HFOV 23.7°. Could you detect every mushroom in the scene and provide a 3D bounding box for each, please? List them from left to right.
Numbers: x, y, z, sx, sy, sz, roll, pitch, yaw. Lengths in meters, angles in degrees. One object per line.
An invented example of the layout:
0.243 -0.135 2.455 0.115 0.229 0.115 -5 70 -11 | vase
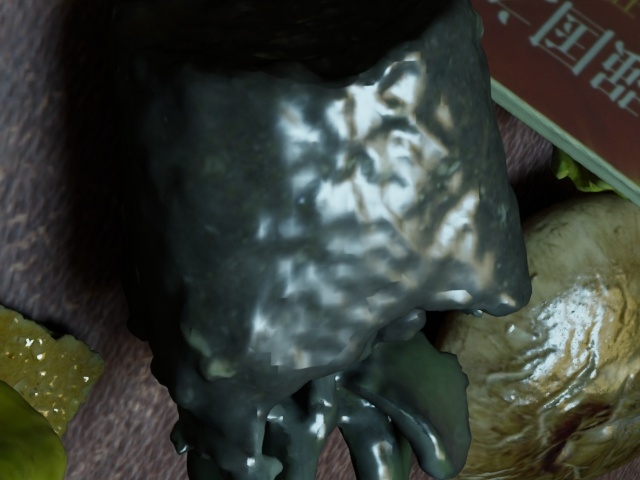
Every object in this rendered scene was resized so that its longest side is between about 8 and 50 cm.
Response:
0.186 0.087 1.113 0.278 0.146 0.278 -26 136 -28 | mushroom

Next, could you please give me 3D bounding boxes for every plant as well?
0.000 0.000 0.753 0.188 0.199 0.276 -12 122 -14 | plant

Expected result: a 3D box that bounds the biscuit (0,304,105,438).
-0.207 0.133 0.760 0.231 0.025 0.131 -57 144 -4 | biscuit

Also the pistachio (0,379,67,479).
-0.198 0.095 0.656 0.189 0.100 0.110 -2 80 -23 | pistachio

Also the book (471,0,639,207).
0.209 -0.201 0.831 0.374 0.262 0.028 -46 164 -19 | book

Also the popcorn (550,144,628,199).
0.246 -0.132 0.960 0.258 0.224 0.270 -52 158 14 | popcorn
